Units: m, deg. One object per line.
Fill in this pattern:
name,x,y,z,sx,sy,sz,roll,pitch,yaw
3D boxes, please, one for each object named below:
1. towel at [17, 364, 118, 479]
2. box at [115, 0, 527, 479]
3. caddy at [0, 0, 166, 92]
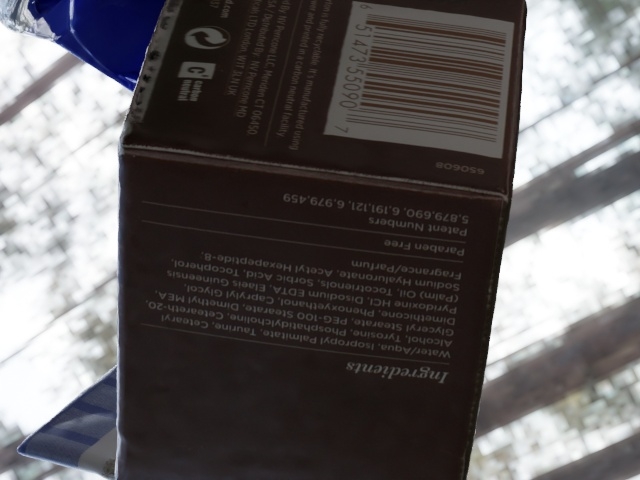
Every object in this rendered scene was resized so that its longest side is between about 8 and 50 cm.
towel,-0.086,0.179,1.703,0.209,0.285,0.034,-40,-41,-62
box,0.000,0.000,0.929,0.167,0.203,0.168,7,-142,3
caddy,-0.132,-0.199,1.197,0.241,0.341,0.179,41,-103,1
